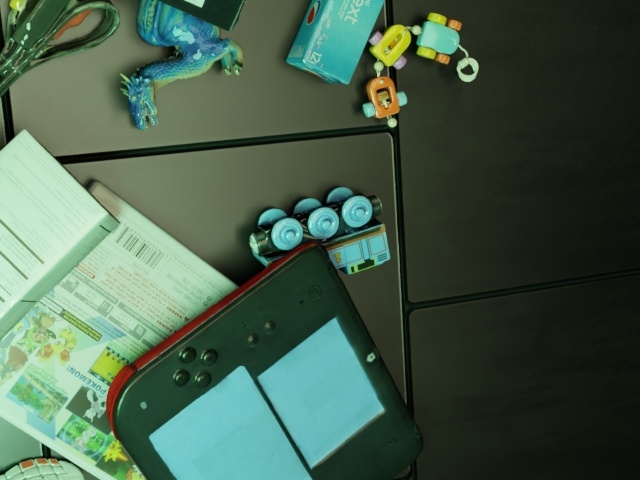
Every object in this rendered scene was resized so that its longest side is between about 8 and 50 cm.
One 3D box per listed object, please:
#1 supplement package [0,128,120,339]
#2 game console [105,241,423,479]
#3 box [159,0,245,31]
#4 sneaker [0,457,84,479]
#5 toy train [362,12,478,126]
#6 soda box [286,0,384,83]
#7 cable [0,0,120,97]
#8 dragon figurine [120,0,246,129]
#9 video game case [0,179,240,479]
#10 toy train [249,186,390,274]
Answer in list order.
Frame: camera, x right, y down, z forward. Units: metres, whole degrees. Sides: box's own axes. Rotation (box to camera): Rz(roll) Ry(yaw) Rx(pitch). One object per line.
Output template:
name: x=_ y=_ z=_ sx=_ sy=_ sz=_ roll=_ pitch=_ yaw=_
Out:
supplement package: x=-0.365 y=0.014 z=1.290 sx=0.134 sy=0.139 sz=0.244 roll=45 pitch=84 yaw=0
game console: x=-0.060 y=0.237 z=1.467 sx=0.342 sy=0.060 sz=0.386 roll=-34 pitch=121 yaw=-12
box: x=-0.127 y=-0.369 z=1.299 sx=0.153 sy=0.108 sz=0.207 roll=22 pitch=62 yaw=-9
sneaker: x=-0.372 y=0.318 z=1.414 sx=0.158 sy=0.061 sz=0.065 roll=-9 pitch=128 yaw=-18
toy train: x=0.118 y=-0.230 z=1.507 sx=0.166 sy=0.046 sz=0.125 roll=-24 pitch=107 yaw=-12
soda box: x=0.036 y=-0.307 z=1.449 sx=0.071 sy=0.067 sz=0.210 roll=23 pitch=90 yaw=-23
cable: x=-0.348 y=-0.230 z=1.340 sx=0.287 sy=0.072 sz=0.139 roll=-49 pitch=129 yaw=6
dragon figurine: x=-0.168 y=-0.273 z=1.368 sx=0.144 sy=0.085 sz=0.289 roll=2 pitch=98 yaw=-21
video game case: x=-0.244 y=0.138 z=1.434 sx=0.329 sy=0.036 sz=0.300 roll=39 pitch=84 yaw=-22
toy train: x=0.000 y=0.000 z=1.481 sx=0.184 sy=0.080 sz=0.105 roll=-19 pitch=110 yaw=-17
